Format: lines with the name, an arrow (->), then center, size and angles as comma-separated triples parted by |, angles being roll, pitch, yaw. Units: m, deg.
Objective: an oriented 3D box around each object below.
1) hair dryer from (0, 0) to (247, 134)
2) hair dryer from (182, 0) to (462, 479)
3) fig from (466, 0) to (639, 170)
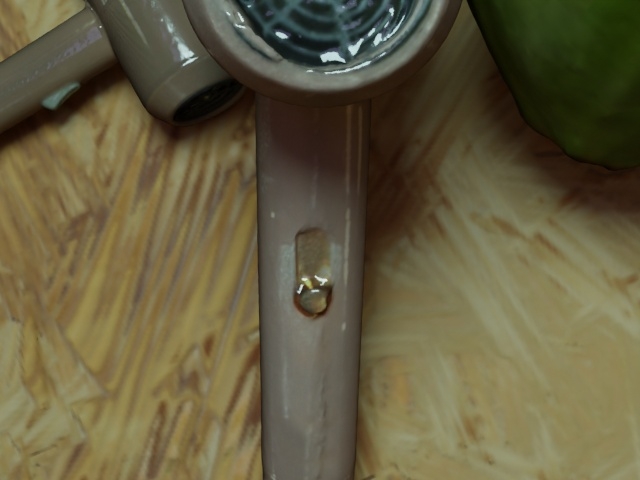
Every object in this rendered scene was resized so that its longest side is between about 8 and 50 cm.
hair dryer -> -0.134, -0.089, 0.628 | 0.181, 0.064, 0.117 | -31, 79, 9
hair dryer -> 0.000, 0.000, 0.523 | 0.106, 0.189, 0.344 | -1, 105, -2
fig -> 0.172, -0.179, 0.498 | 0.316, 0.316, 0.316 | -1, 79, 7
